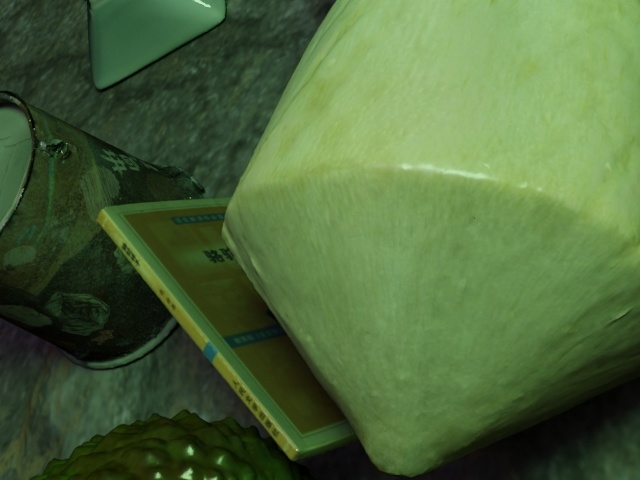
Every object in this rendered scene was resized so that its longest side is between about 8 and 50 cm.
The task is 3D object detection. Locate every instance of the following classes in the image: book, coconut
[{"bbox_3d":[-0.033,0.049,0.686,0.242,0.170,0.018,46,122,28],"label":"book"},{"bbox_3d":[0.088,-0.012,0.574,0.329,0.329,0.329,-14,61,27],"label":"coconut"}]

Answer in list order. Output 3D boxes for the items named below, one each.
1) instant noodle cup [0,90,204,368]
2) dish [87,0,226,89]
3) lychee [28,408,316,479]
[{"bbox_3d":[-0.243,-0.013,0.842,0.217,0.207,0.217,-14,62,28],"label":"instant noodle cup"},{"bbox_3d":[-0.209,-0.311,1.041,0.182,0.080,0.243,-24,58,21],"label":"dish"},{"bbox_3d":[-0.094,0.247,0.598,0.320,0.270,0.270,-21,50,65],"label":"lychee"}]
